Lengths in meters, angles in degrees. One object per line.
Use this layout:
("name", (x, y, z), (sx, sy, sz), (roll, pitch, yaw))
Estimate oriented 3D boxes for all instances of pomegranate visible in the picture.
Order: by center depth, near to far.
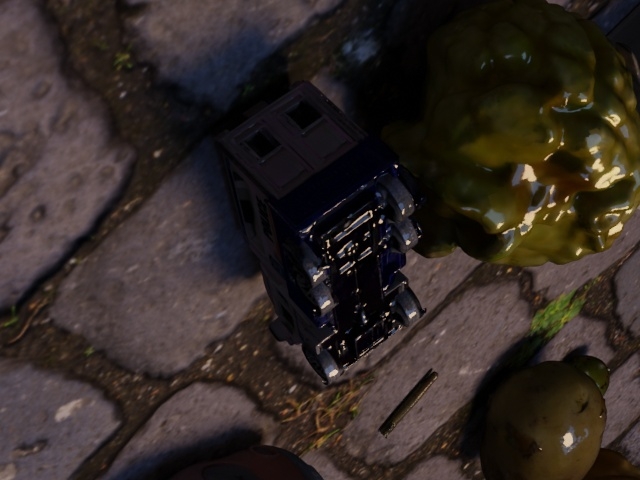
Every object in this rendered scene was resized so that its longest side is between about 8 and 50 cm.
("pomegranate", (0.380, 0.203, 2.018), (0.073, 0.073, 0.084), (-11, 173, -44))

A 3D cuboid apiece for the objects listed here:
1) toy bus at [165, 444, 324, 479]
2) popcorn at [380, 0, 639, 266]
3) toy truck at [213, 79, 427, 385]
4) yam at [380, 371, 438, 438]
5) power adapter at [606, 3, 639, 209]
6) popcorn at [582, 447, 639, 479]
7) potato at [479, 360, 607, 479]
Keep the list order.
("toy bus", (-0.121, 0.361, 1.486), (0.232, 0.197, 0.294), (15, 117, -44))
("popcorn", (0.178, -0.091, 1.273), (0.258, 0.224, 0.270), (7, 132, -34))
("toy truck", (0.000, 0.000, 1.229), (0.124, 0.155, 0.268), (-35, 151, -17))
("yam", (0.112, 0.205, 1.740), (0.107, 0.014, 0.014), (-51, 149, 9))
("power adapter", (0.369, -0.165, 1.502), (0.187, 0.124, 0.255), (-44, 150, -3))
("popcorn", (0.415, 0.506, 2.150), (0.349, 0.382, 0.349), (-29, 133, -37))
("potato", (0.303, 0.272, 1.904), (0.165, 0.165, 0.262), (-28, 145, -27))
